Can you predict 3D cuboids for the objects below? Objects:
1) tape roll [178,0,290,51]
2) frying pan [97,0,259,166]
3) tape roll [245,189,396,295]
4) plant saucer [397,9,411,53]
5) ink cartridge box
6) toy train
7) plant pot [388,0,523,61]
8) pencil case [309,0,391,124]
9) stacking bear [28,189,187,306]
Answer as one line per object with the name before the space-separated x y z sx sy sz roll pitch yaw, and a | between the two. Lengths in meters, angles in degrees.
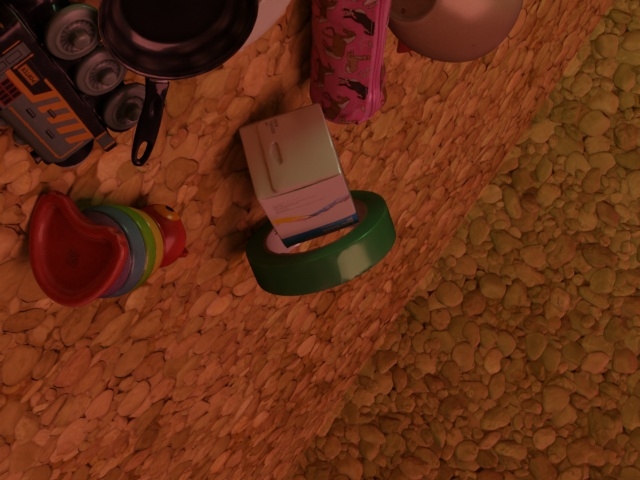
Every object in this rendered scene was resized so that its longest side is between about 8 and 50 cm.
tape roll | -0.155 -0.401 1.175 0.246 0.169 0.246 -42 155 -25
frying pan | -0.173 -0.241 1.100 0.197 0.053 0.326 -15 145 -12
tape roll | 0.000 0.000 1.860 0.321 0.321 0.077 -37 119 -34
plant saucer | 0.283 -0.567 1.940 0.259 0.047 0.258 -39 153 -29
ink cartridge box | -0.039 -0.125 1.710 0.168 0.171 0.233 -19 156 4
toy train | -0.352 -0.216 1.120 0.190 0.142 0.334 -38 157 -6
plant pot | 0.216 -0.478 1.639 0.191 0.284 0.284 -18 139 -50
pencil case | 0.058 -0.389 1.585 0.386 0.160 0.167 93 1 -56
stacking bear | -0.329 0.007 1.448 0.164 0.175 0.289 -64 163 18
